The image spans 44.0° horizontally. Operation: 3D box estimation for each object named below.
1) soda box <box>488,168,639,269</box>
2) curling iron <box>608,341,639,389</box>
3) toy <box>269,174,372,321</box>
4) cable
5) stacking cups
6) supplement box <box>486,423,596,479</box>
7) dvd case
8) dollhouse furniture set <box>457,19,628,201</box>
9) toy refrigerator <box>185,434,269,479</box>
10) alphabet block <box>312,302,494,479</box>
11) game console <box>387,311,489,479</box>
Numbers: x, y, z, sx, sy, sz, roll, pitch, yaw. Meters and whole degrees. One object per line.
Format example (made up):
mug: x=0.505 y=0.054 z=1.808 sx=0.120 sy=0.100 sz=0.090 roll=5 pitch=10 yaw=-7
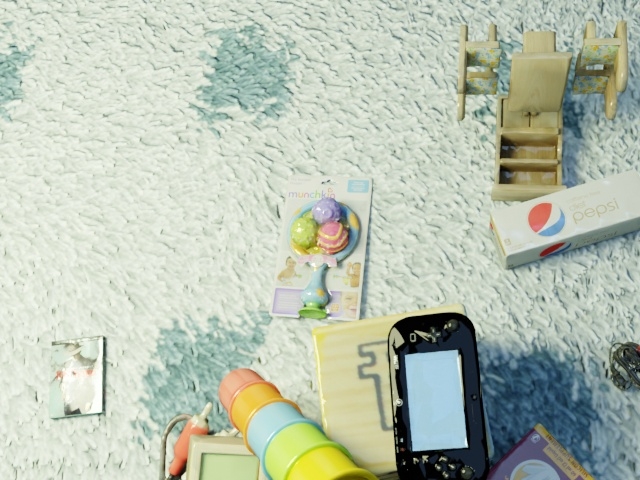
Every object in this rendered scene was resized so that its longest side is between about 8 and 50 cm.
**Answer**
soda box: x=0.357 y=-0.029 z=1.141 sx=0.216 sy=0.069 sz=0.074 roll=-17 pitch=68 yaw=4
curling iron: x=0.507 y=0.216 z=1.042 sx=0.274 sy=0.035 sz=0.068 roll=28 pitch=81 yaw=19
toy: x=0.000 y=0.000 z=1.199 sx=0.137 sy=0.056 sz=0.237 roll=3 pitch=70 yaw=10
cable: x=-0.211 y=0.354 z=1.092 sx=0.139 sy=0.072 sz=0.287 roll=36 pitch=78 yaw=12
stacking cups: x=-0.037 y=0.232 z=0.939 sx=0.096 sy=0.096 sz=0.316 roll=-43 pitch=28 yaw=-7
supplement box: x=0.248 y=0.339 z=1.016 sx=0.188 sy=0.081 sz=0.104 roll=-42 pitch=69 yaw=-6
dvd case: x=-0.371 y=0.208 z=1.210 sx=0.087 sy=0.013 sz=0.119 roll=-7 pitch=68 yaw=7
dollhouse furniture set: x=0.300 y=-0.174 z=1.111 sx=0.212 sy=0.242 sz=0.161 roll=2 pitch=70 yaw=11
toy refrigerator: x=-0.128 y=0.393 z=1.013 sx=0.102 sy=0.094 sz=0.269 roll=7 pitch=83 yaw=-11
alphabet block: x=0.108 y=0.208 z=1.032 sx=0.197 sy=0.192 sz=0.193 roll=-11 pitch=67 yaw=7
game console: x=0.122 y=0.261 z=0.888 sx=0.213 sy=0.044 sz=0.361 roll=-5 pitch=72 yaw=7
